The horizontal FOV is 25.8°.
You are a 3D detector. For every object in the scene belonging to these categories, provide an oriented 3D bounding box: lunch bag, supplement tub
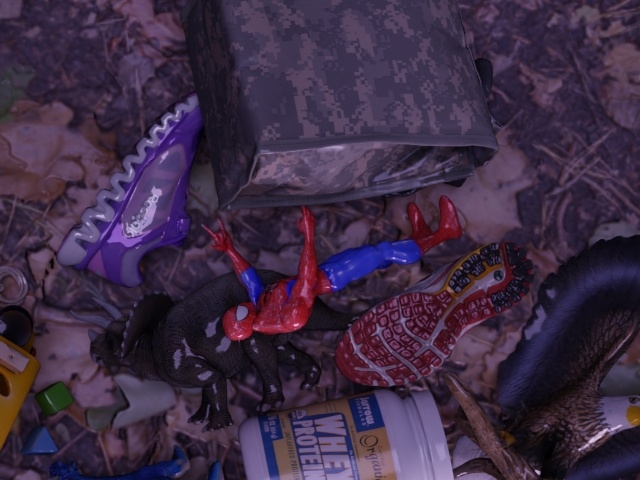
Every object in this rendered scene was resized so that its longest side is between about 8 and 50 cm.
[{"bbox_3d":[0.026,-0.168,1.406,0.287,0.169,0.235,-6,70,-22],"label":"lunch bag"},{"bbox_3d":[0.025,0.231,1.415,0.200,0.144,0.144,-12,87,-4],"label":"supplement tub"}]

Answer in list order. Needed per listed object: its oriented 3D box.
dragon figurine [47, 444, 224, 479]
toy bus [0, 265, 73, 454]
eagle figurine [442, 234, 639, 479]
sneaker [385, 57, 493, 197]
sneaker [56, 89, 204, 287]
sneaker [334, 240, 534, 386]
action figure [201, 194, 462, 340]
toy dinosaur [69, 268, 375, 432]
[{"bbox_3d":[-0.166,0.272,1.376,0.144,0.289,0.085,-20,110,-32],"label":"dragon figurine"},{"bbox_3d":[-0.330,0.128,1.379,0.191,0.104,0.202,-16,87,-39],"label":"toy bus"},{"bbox_3d":[0.284,0.166,1.439,0.298,0.225,0.226,-37,134,-33],"label":"eagle figurine"},{"bbox_3d":[0.123,-0.121,1.491,0.089,0.051,0.170,14,88,-5],"label":"sneaker"},{"bbox_3d":[-0.170,-0.048,1.455,0.104,0.095,0.236,36,90,-7],"label":"sneaker"},{"bbox_3d":[0.117,0.082,1.455,0.225,0.093,0.088,-28,90,-10],"label":"sneaker"},{"bbox_3d":[0.000,0.000,1.400,0.280,0.091,0.139,-31,98,-31],"label":"action figure"},{"bbox_3d":[-0.088,0.097,1.432,0.314,0.121,0.160,-18,94,-2],"label":"toy dinosaur"}]
